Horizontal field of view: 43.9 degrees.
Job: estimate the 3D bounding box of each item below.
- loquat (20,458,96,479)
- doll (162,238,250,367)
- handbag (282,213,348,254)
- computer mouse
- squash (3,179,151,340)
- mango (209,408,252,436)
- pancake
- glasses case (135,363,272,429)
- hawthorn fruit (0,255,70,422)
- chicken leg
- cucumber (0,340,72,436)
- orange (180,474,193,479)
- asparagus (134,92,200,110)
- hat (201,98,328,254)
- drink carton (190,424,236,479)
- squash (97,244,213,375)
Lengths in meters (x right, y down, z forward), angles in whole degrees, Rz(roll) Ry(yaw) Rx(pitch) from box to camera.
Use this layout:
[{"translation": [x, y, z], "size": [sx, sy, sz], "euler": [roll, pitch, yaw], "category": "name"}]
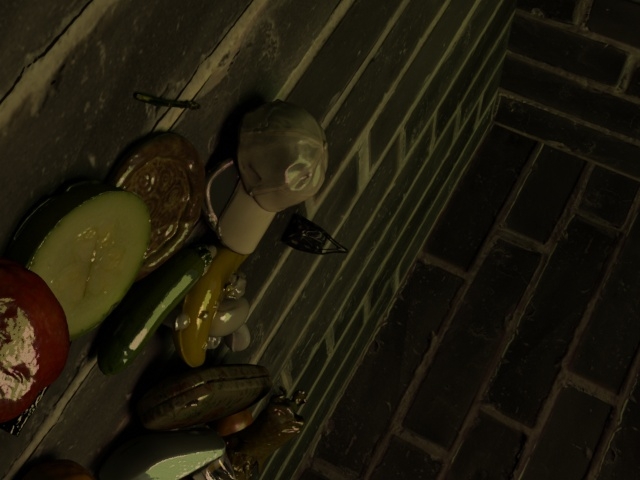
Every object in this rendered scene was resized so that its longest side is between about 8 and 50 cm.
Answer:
[{"translation": [-0.395, 0.390, 1.177], "size": [0.137, 0.113, 0.137], "euler": [-28, 136, -31], "category": "loquat"}, {"translation": [-0.192, 0.111, 1.408], "size": [0.252, 0.111, 0.237], "euler": [-18, 116, -66], "category": "doll"}, {"translation": [0.000, 0.000, 1.787], "size": [0.115, 0.139, 0.072], "euler": [38, 71, -73], "category": "handbag"}, {"translation": [-0.283, 0.381, 1.419], "size": [0.231, 0.128, 0.079], "euler": [-20, 109, -37], "category": "computer mouse"}, {"translation": [-0.297, 0.029, 0.999], "size": [0.219, 0.041, 0.219], "euler": [-43, 148, -35], "category": "squash"}, {"translation": [-0.214, 0.443, 1.873], "size": [0.111, 0.089, 0.163], "euler": [-40, 164, -28], "category": "mango"}, {"translation": [-0.247, -0.040, 1.134], "size": [0.250, 0.031, 0.250], "euler": [-50, 157, -30], "category": "pancake"}, {"translation": [-0.216, 0.303, 1.563], "size": [0.156, 0.098, 0.425], "euler": [-27, 167, 9], "category": "glasses case"}, {"translation": [-0.352, 0.096, 0.814], "size": [0.173, 0.173, 0.179], "euler": [-59, 137, -20], "category": "hawthorn fruit"}, {"translation": [-0.194, 0.460, 1.648], "size": [0.429, 0.201, 0.153], "euler": [-41, -151, 4], "category": "chicken leg"}, {"translation": [-0.375, 0.182, 1.062], "size": [0.039, 0.043, 0.163], "euler": [36, 72, -31], "category": "cucumber"}, {"translation": [-0.313, 0.525, 1.466], "size": [0.224, 0.170, 0.224], "euler": [-27, 160, -11], "category": "orange"}, {"translation": [-0.206, -0.188, 1.082], "size": [0.016, 0.013, 0.166], "euler": [-57, 166, 14], "category": "asparagus"}, {"translation": [-0.085, -0.099, 1.350], "size": [0.232, 0.161, 0.275], "euler": [-14, 131, -65], "category": "hat"}, {"translation": [-0.203, 0.426, 1.481], "size": [0.074, 0.084, 0.200], "euler": [-31, -161, -8], "category": "drink carton"}, {"translation": [-0.259, 0.096, 1.228], "size": [0.258, 0.069, 0.069], "euler": [-54, 161, -22], "category": "squash"}]
